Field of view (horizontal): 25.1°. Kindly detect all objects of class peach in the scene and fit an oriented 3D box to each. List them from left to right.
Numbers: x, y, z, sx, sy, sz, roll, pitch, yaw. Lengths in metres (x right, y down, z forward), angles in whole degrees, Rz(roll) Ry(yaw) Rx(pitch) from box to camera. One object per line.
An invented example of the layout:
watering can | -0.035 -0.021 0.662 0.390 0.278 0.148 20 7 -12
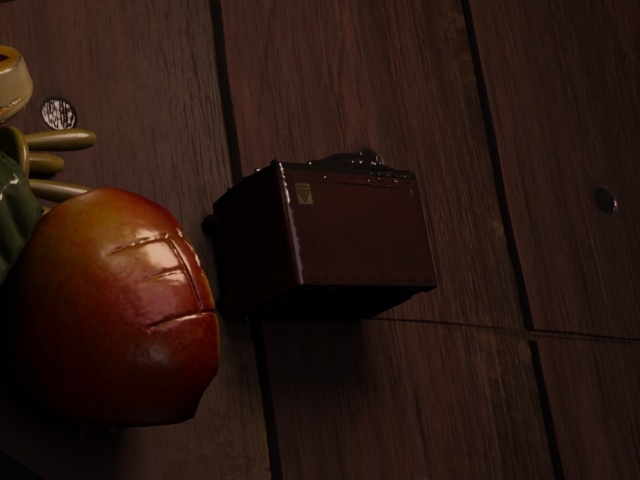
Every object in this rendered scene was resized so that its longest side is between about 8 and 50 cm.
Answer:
peach | -0.237 0.094 1.617 0.245 0.249 0.275 -31 64 -8

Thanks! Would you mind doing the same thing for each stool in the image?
stool | -0.335 -0.075 1.715 0.110 0.134 0.135 5 21 -38

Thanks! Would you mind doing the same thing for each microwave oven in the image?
microwave oven | 0.001 0.001 1.888 0.247 0.178 0.188 1 68 -37

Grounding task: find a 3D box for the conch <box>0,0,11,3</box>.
conch | -0.458 -0.399 1.755 0.148 0.183 0.275 -20 69 1

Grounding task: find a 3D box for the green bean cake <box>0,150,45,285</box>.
green bean cake | -0.436 -0.013 1.536 0.125 0.222 0.227 79 32 -45

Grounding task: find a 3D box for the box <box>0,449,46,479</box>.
box | -0.366 0.301 1.543 0.230 0.050 0.160 38 49 -18

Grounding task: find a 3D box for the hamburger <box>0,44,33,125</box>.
hamburger | -0.410 -0.177 1.703 0.141 0.126 0.082 -51 143 -56

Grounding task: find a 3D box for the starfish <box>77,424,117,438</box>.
starfish | -0.264 0.194 1.690 0.078 0.028 0.091 37 47 -11
